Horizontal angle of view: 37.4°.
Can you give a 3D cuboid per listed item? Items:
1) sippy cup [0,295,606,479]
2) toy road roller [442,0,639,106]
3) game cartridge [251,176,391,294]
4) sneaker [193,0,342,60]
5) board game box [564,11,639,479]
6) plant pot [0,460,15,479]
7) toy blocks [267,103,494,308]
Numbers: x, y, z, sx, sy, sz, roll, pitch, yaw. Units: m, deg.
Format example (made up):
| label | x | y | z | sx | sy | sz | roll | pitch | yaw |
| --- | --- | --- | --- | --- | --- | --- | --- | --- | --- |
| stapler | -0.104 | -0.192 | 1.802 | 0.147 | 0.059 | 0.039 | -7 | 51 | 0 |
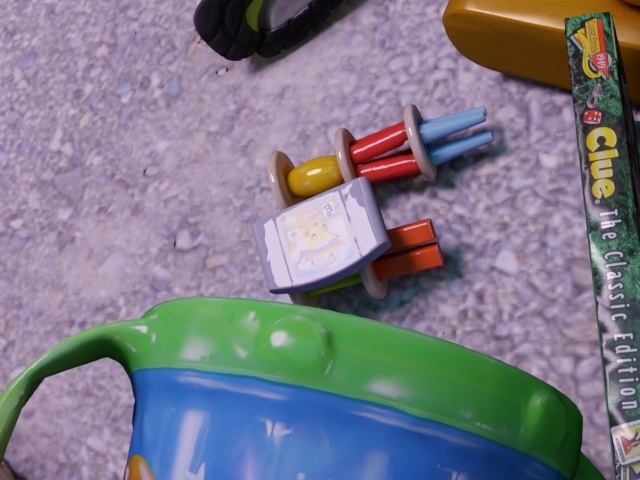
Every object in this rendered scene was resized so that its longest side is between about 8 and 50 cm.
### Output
| label | x | y | z | sx | sy | sz | roll | pitch | yaw |
| --- | --- | --- | --- | --- | --- | --- | --- | --- | --- |
| sippy cup | -0.006 | 0.170 | 0.458 | 0.306 | 0.240 | 0.224 | 6 | 70 | 22 |
| toy road roller | 0.213 | -0.201 | 0.499 | 0.330 | 0.240 | 0.202 | 19 | 80 | 28 |
| game cartridge | 0.000 | 0.000 | 0.590 | 0.083 | 0.017 | 0.056 | -24 | 69 | 14 |
| sneaker | 0.020 | -0.264 | 0.689 | 0.300 | 0.111 | 0.121 | -31 | 58 | 9 |
| board game box | 0.163 | 0.024 | 0.503 | 0.030 | 0.136 | 0.259 | -7 | 70 | 18 |
| plant pot | -0.381 | 0.214 | 0.604 | 0.334 | 0.334 | 0.305 | 31 | 75 | 30 |
| toy blocks | 0.046 | -0.025 | 0.620 | 0.148 | 0.054 | 0.123 | -17 | 65 | 18 |
